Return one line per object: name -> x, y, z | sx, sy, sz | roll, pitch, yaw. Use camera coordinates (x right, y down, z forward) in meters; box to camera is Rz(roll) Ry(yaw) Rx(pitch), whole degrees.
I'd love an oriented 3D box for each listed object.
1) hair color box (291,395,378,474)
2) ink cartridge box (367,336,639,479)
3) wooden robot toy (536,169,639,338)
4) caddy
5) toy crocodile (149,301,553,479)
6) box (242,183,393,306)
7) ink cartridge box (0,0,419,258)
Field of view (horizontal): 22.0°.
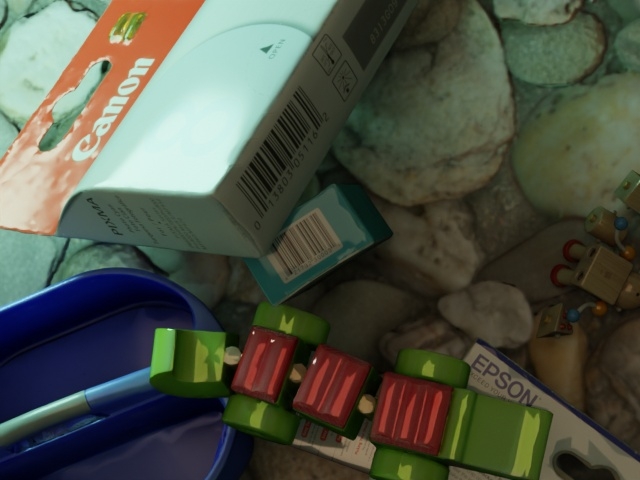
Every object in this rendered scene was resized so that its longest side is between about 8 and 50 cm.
hair color box -> 0.034, 0.173, 1.511 | 0.141, 0.043, 0.072 | 19, 85, 14
ink cartridge box -> 0.168, 0.309, 1.425 | 0.324, 0.071, 0.330 | 37, 87, 7
wooden robot toy -> 0.264, 0.028, 1.486 | 0.079, 0.076, 0.173 | 29, 87, -19
caddy -> -0.225, 0.168, 1.502 | 0.341, 0.179, 0.241 | -23, 75, 8
toy crocodile -> 0.023, 0.130, 1.374 | 0.341, 0.105, 0.115 | 17, 79, 12
box -> 0.000, 0.000, 1.442 | 0.100, 0.244, 0.060 | -33, 88, 6
ink cartridge box -> -0.138, -0.141, 1.454 | 0.385, 0.091, 0.308 | 7, 55, 38
